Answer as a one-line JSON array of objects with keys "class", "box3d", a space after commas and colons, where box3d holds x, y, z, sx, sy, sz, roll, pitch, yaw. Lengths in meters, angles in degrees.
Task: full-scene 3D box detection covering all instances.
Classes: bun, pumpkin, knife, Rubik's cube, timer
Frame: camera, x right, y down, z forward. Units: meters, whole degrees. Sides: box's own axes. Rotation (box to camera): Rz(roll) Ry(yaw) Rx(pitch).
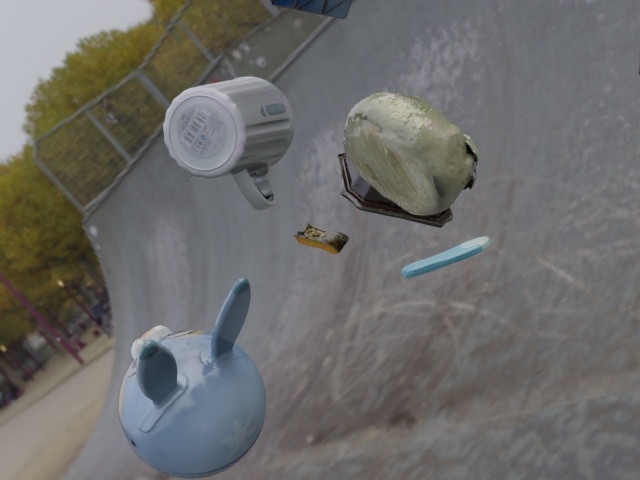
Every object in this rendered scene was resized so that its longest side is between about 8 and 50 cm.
[{"class": "bun", "box3d": [0.151, -0.151, 1.374, 0.141, 0.239, 0.239, -50, 9, -15]}, {"class": "pumpkin", "box3d": [0.001, 0.001, 1.682, 0.073, 0.101, 0.035, -53, -19, -66]}, {"class": "knife", "box3d": [0.288, 0.040, 1.925, 0.222, 0.031, 0.064, -21, 21, -6]}, {"class": "Rubik's cube", "box3d": [0.012, -0.476, 1.473, 0.178, 0.211, 0.190, -19, 27, 43]}, {"class": "timer", "box3d": [-0.145, 0.137, 0.882, 0.175, 0.255, 0.175, -7, 37, 5]}]

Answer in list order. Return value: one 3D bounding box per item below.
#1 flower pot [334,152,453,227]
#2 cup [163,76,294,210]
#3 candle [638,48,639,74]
[{"class": "flower pot", "box3d": [0.162, -0.130, 1.695, 0.179, 0.251, 0.084, -99, 28, -46]}, {"class": "cup", "box3d": [-0.136, -0.173, 1.426, 0.167, 0.221, 0.202, -52, -7, 21]}, {"class": "candle", "box3d": [0.558, -0.170, 1.291, 0.059, 0.301, 0.084, -22, 12, 41]}]
